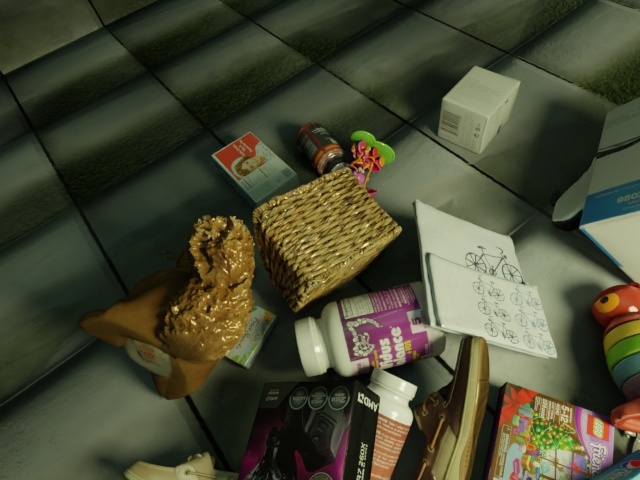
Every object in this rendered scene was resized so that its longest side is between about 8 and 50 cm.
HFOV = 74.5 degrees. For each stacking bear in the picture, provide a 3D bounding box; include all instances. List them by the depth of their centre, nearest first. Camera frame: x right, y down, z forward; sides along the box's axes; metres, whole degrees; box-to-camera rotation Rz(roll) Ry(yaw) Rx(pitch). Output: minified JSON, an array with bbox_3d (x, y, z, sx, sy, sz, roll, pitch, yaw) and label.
[{"bbox_3d":[0.645,0.213,0.842,0.164,0.175,0.288,21,43,-15],"label":"stacking bear"}]

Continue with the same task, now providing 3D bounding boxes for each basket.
[{"bbox_3d":[0.000,0.000,1.021,0.299,0.213,0.223,-31,73,-29],"label":"basket"}]

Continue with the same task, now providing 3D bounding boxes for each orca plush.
[{"bbox_3d":[0.708,-0.113,1.111,0.151,0.102,0.287,-21,26,51],"label":"orca plush"}]

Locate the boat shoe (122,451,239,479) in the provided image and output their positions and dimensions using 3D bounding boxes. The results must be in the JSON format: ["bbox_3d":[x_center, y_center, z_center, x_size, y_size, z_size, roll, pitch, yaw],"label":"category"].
[{"bbox_3d":[-0.237,0.479,0.838,0.303,0.109,0.098,11,54,9],"label":"boat shoe"}]

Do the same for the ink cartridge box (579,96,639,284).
[{"bbox_3d":[0.780,-0.114,0.953,0.285,0.166,0.394,37,63,-15],"label":"ink cartridge box"}]

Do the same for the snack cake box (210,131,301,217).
[{"bbox_3d":[-0.196,-0.204,1.287,0.152,0.089,0.264,-37,59,-13],"label":"snack cake box"}]

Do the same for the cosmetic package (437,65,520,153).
[{"bbox_3d":[0.472,-0.394,1.271,0.151,0.151,0.183,34,69,26],"label":"cosmetic package"}]

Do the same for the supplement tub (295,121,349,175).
[{"bbox_3d":[0.010,-0.267,1.287,0.106,0.106,0.197,-28,57,-10],"label":"supplement tub"}]

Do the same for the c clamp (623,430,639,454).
[{"bbox_3d":[0.657,0.406,0.792,0.161,0.022,0.137,20,62,21],"label":"c clamp"}]

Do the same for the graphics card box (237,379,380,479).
[{"bbox_3d":[-0.037,0.429,0.708,0.233,0.094,0.370,-15,44,36],"label":"graphics card box"}]

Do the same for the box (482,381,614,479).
[{"bbox_3d":[0.417,0.442,0.784,0.201,0.057,0.293,16,60,17],"label":"box"}]

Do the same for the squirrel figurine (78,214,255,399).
[{"bbox_3d":[-0.260,0.105,0.955,0.397,0.281,0.370,-27,24,38],"label":"squirrel figurine"}]

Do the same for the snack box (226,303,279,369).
[{"bbox_3d":[-0.181,0.228,1.030,0.100,0.037,0.141,22,64,21],"label":"snack box"}]

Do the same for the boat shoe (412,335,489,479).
[{"bbox_3d":[0.234,0.341,0.799,0.123,0.123,0.341,11,90,31],"label":"boat shoe"}]

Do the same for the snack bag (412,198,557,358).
[{"bbox_3d":[0.361,0.076,0.947,0.323,0.037,0.342,18,49,-18],"label":"snack bag"}]

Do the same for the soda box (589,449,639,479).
[{"bbox_3d":[0.522,0.430,0.711,0.210,0.067,0.071,-13,72,-22],"label":"soda box"}]

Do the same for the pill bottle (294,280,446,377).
[{"bbox_3d":[0.103,0.202,0.924,0.302,0.169,0.169,-14,56,0],"label":"pill bottle"}]

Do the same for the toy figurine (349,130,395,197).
[{"bbox_3d":[0.126,-0.198,1.203,0.130,0.173,0.159,4,68,32],"label":"toy figurine"}]

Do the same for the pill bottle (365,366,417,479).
[{"bbox_3d":[0.105,0.366,0.817,0.121,0.121,0.216,22,78,21],"label":"pill bottle"}]
